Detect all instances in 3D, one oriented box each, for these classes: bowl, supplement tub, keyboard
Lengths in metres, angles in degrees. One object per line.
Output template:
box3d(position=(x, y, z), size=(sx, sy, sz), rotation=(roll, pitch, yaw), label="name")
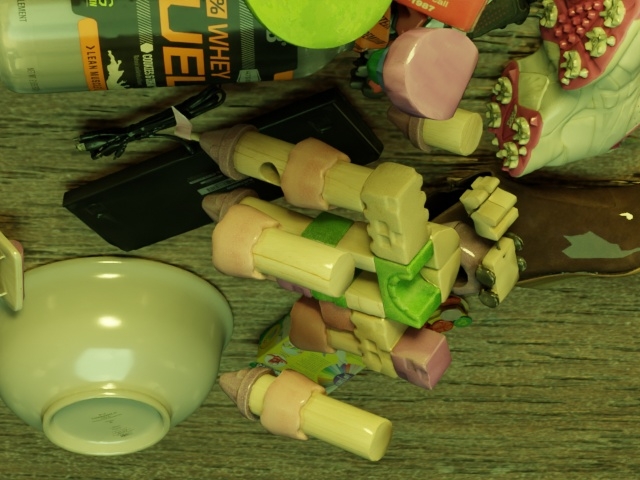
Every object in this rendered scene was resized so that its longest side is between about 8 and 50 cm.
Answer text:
box3d(position=(-0.242, 0.152, 2.080), size=(0.298, 0.134, 0.298), rotation=(-3, 146, -2), label="bowl")
box3d(position=(-0.107, -0.221, 1.487), size=(0.316, 0.193, 0.193), rotation=(-4, 146, -2), label="supplement tub")
box3d(position=(-0.117, -0.086, 1.835), size=(0.317, 0.033, 0.201), rotation=(-20, 145, 20), label="keyboard")

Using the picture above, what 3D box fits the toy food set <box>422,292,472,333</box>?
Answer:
box3d(position=(0.131, 0.084, 2.130), size=(0.082, 0.020, 0.083), rotation=(-25, 141, 27), label="toy food set")

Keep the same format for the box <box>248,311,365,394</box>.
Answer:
box3d(position=(0.006, 0.116, 2.126), size=(0.105, 0.043, 0.179), rotation=(30, 132, -24), label="box")

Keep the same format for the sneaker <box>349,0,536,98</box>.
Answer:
box3d(position=(0.117, -0.211, 1.616), size=(0.135, 0.097, 0.276), rotation=(11, 142, -19), label="sneaker")

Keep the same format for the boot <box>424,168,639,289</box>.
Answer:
box3d(position=(0.244, -0.025, 1.919), size=(0.248, 0.090, 0.207), rotation=(-27, 143, 35), label="boot")

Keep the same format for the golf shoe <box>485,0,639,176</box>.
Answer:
box3d(position=(0.263, -0.166, 1.710), size=(0.140, 0.115, 0.306), rotation=(-2, 155, -20), label="golf shoe")

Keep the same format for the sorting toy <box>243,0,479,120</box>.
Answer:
box3d(position=(-0.042, -0.215, 1.292), size=(0.365, 0.127, 0.126), rotation=(42, 168, -26), label="sorting toy")

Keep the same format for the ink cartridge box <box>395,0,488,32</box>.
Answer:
box3d(position=(0.062, -0.364, 1.249), size=(0.279, 0.160, 0.385), rotation=(25, 142, -2), label="ink cartridge box")

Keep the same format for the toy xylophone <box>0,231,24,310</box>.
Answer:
box3d(position=(-0.460, 0.078, 1.918), size=(0.322, 0.081, 0.236), rotation=(-24, 153, -14), label="toy xylophone")

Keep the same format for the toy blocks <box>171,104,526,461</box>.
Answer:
box3d(position=(0.000, 0.000, 1.783), size=(0.260, 0.309, 0.288), rotation=(18, 140, 31), label="toy blocks")
